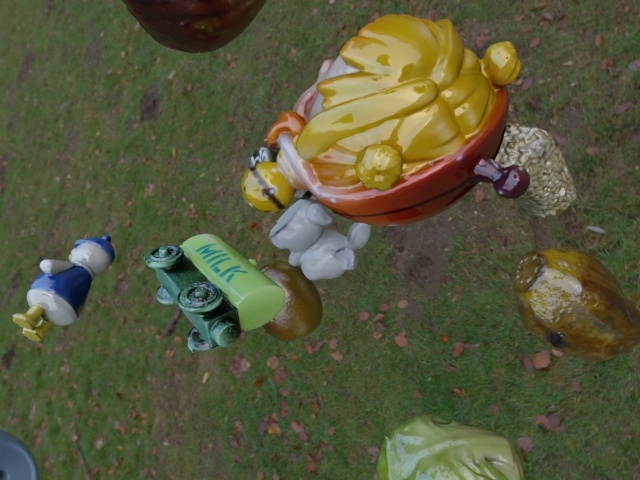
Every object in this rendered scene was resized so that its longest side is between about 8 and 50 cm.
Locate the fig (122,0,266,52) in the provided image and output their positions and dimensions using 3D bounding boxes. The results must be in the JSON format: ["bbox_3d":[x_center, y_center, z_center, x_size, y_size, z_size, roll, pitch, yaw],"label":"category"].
[{"bbox_3d":[-0.202,-0.404,0.605,0.263,0.224,0.223,12,86,17],"label":"fig"}]

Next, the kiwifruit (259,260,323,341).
[{"bbox_3d":[-0.101,0.168,1.158,0.196,0.196,0.234,-25,102,31],"label":"kiwifruit"}]

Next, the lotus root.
[{"bbox_3d":[0.487,0.125,0.792,0.193,0.291,0.193,-42,30,31],"label":"lotus root"}]

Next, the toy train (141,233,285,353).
[{"bbox_3d":[-0.168,0.066,0.642,0.253,0.157,0.105,30,133,43],"label":"toy train"}]

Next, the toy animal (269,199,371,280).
[{"bbox_3d":[-0.002,-0.004,0.892,0.178,0.193,0.127,-44,14,46],"label":"toy animal"}]

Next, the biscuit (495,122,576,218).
[{"bbox_3d":[0.274,-0.086,0.533,0.070,0.168,0.082,-54,45,9],"label":"biscuit"}]

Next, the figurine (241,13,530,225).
[{"bbox_3d":[0.064,-0.119,0.459,0.320,0.196,0.323,-43,18,-11],"label":"figurine"}]

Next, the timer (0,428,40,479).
[{"bbox_3d":[-0.428,0.280,0.413,0.256,0.175,0.175,-7,71,2],"label":"timer"}]

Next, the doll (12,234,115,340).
[{"bbox_3d":[-0.279,0.044,0.459,0.058,0.098,0.142,11,46,6],"label":"doll"}]

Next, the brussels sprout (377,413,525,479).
[{"bbox_3d":[0.285,0.533,0.917,0.328,0.328,0.247,-23,51,32],"label":"brussels sprout"}]
